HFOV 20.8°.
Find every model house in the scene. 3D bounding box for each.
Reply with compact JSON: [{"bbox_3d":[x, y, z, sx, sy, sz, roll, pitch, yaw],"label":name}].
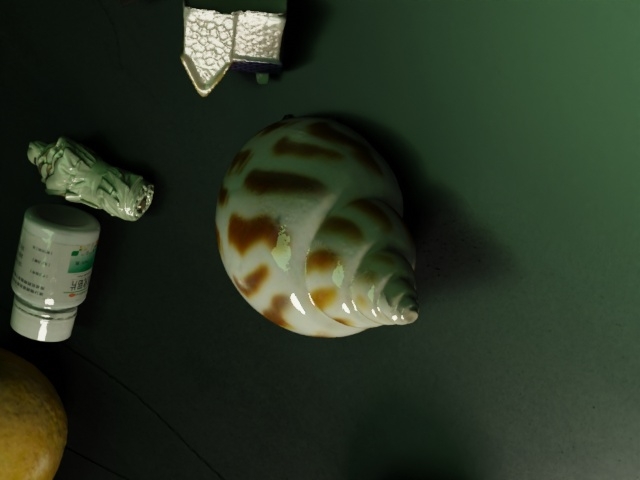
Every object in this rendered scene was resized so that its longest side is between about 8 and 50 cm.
[{"bbox_3d":[-0.081,-0.199,1.658,0.100,0.088,0.100,3,130,-2],"label":"model house"}]

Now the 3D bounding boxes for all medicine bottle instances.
[{"bbox_3d":[-0.279,0.034,1.813,0.080,0.080,0.130,23,111,24],"label":"medicine bottle"}]

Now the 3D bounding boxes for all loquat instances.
[{"bbox_3d":[-0.374,0.216,1.839,0.213,0.213,0.213,6,103,29],"label":"loquat"}]

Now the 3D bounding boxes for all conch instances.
[{"bbox_3d":[0.000,0.000,1.605,0.275,0.148,0.183,27,117,25],"label":"conch"}]

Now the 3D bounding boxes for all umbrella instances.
[{"bbox_3d":[-0.239,-0.064,1.783,0.143,0.062,0.067,28,144,16],"label":"umbrella"}]

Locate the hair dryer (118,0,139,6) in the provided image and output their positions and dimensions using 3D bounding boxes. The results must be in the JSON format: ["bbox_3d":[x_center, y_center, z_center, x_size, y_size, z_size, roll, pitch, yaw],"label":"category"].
[{"bbox_3d":[-0.266,-0.308,1.754,0.248,0.078,0.196,-18,91,41],"label":"hair dryer"}]
